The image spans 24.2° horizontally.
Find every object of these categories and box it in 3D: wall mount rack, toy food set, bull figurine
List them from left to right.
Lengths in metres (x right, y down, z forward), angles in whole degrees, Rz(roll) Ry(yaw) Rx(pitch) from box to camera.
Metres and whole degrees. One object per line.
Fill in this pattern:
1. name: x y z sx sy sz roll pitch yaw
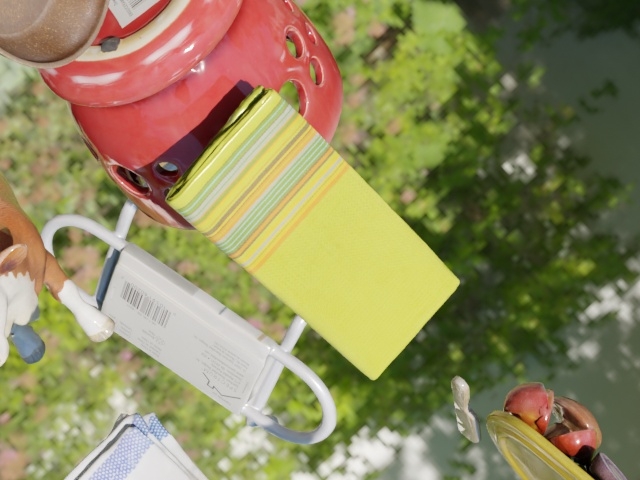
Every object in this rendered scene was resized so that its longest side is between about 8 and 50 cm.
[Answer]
1. bull figurine: -0.264 0.004 1.135 0.101 0.310 0.188 -38 138 -3
2. wall mount rack: -0.122 0.089 1.530 0.130 0.350 0.304 -48 169 -42
3. toy food set: 0.196 0.161 1.122 0.071 0.218 0.128 -42 147 -13

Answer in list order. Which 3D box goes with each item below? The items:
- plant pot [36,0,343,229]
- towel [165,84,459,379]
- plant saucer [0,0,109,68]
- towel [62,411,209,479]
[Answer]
1. plant pot: -0.103 -0.128 1.077 0.191 0.191 0.174 -42 138 0
2. towel: 0.000 0.000 1.037 0.102 0.237 0.021 -47 -143 -1
3. plant saucer: -0.201 -0.202 0.932 0.036 0.198 0.198 -8 -170 26
4. towel: -0.083 0.251 0.798 0.209 0.285 0.034 -46 152 -6
